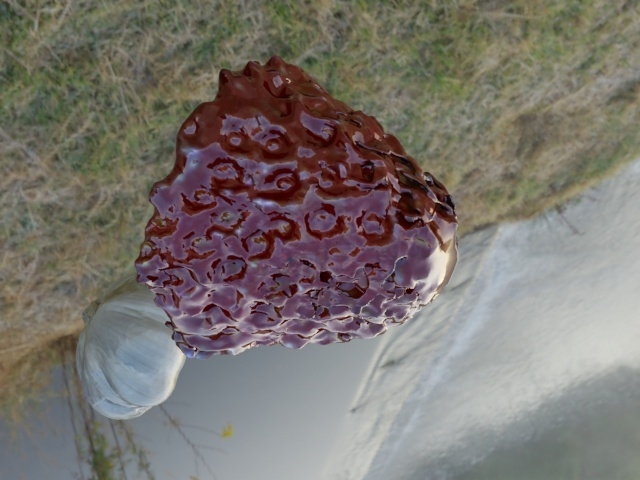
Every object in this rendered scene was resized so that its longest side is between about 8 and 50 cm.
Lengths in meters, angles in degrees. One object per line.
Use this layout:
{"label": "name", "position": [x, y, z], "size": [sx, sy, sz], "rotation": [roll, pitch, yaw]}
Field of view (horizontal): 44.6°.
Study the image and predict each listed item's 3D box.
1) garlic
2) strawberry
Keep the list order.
{"label": "garlic", "position": [-0.276, 0.144, 1.144], "size": [0.152, 0.227, 0.228], "rotation": [33, 117, -28]}
{"label": "strawberry", "position": [0.000, 0.000, 0.543], "size": [0.234, 0.178, 0.233], "rotation": [-41, 141, -45]}
